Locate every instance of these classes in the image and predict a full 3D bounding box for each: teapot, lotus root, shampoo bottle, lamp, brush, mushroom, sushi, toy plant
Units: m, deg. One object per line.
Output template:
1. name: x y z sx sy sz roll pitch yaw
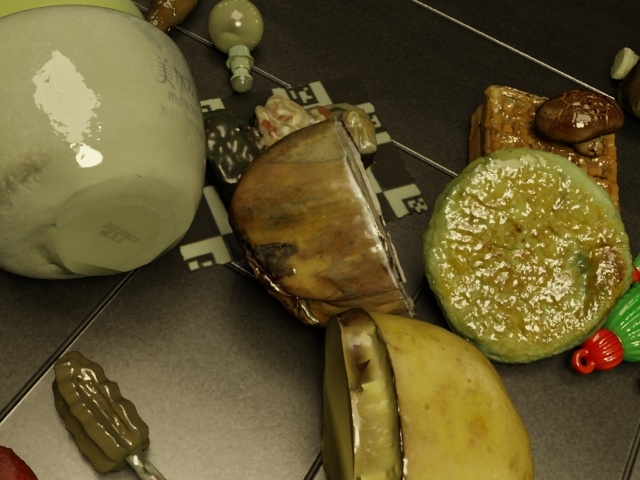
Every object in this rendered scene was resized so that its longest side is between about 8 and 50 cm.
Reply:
1. teapot: 0.560 -0.297 1.332 0.083 0.057 0.067 17 91 -3
2. lotus root: 0.000 0.000 0.926 0.191 0.272 0.272 -22 61 0
3. shampoo bottle: -0.297 -0.123 0.894 0.322 0.322 0.318 -13 69 -18
4. lamp: -0.131 -0.304 1.191 0.090 0.091 0.163 -2 66 -11
5. brush: -0.193 0.247 0.816 0.071 0.084 0.301 -36 75 -30
6. mushroom: 0.373 -0.176 1.087 0.126 0.085 0.109 -22 62 -33
7. sushi: -0.050 -0.143 1.085 0.372 0.100 0.296 -13 60 -18
8. toy plant: 0.448 0.119 1.012 0.154 0.088 0.240 39 68 -1

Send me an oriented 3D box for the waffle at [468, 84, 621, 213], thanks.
1. waffle: 0.330 -0.082 1.120 0.212 0.091 0.308 13 55 -2

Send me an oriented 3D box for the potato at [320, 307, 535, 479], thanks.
1. potato: 0.118 0.217 0.817 0.242 0.243 0.286 -3 48 -12

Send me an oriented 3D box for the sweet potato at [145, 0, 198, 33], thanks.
1. sweet potato: -0.261 -0.463 1.266 0.124 0.098 0.310 -22 63 1

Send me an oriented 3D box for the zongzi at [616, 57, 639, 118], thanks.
1. zongzi: 0.681 -0.300 1.233 0.286 0.138 0.300 23 97 4

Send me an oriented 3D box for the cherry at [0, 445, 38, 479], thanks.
1. cherry: -0.368 0.296 0.669 0.239 0.206 0.239 13 48 -15

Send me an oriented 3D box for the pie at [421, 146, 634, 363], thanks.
1. pie: 0.259 0.021 0.969 0.276 0.078 0.277 0 92 2
